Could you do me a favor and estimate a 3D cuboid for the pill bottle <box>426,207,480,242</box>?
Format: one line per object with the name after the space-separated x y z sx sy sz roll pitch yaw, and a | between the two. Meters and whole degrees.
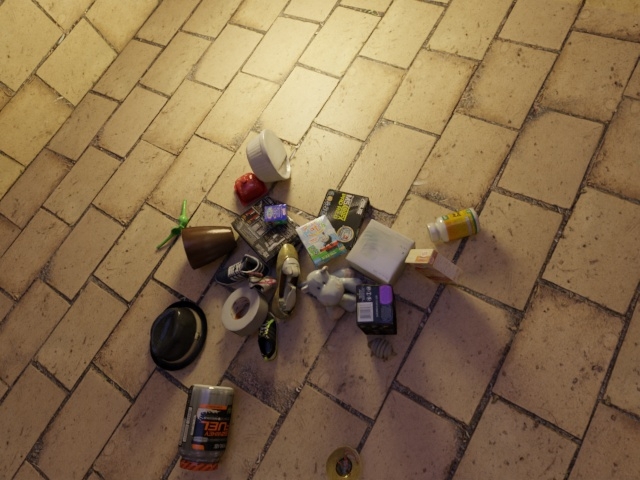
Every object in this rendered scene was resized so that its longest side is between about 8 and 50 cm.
0.584 -0.061 1.799 0.208 0.117 0.117 -17 66 8 | pill bottle

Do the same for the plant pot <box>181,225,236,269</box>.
-0.545 0.013 2.030 0.230 0.215 0.215 -15 65 -8 | plant pot

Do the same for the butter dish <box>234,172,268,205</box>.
-0.384 -0.292 2.140 0.160 0.118 0.160 -31 64 1 | butter dish

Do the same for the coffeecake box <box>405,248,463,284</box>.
0.473 0.109 1.697 0.185 0.142 0.068 33 75 -22 | coffeecake box

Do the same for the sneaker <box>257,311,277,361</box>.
-0.239 0.424 1.828 0.084 0.097 0.234 -15 66 8 | sneaker

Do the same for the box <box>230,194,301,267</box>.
-0.257 -0.051 2.014 0.242 0.076 0.307 -41 64 -14 | box

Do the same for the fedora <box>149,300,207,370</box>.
-0.700 0.436 1.912 0.334 0.152 0.334 -5 67 13 | fedora

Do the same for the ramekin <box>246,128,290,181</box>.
-0.271 -0.421 2.092 0.127 0.273 0.273 -20 65 19 | ramekin

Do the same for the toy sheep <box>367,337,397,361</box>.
0.257 0.453 1.697 0.132 0.091 0.091 16 73 25 | toy sheep

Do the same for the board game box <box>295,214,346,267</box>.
0.000 0.000 1.887 0.160 0.039 0.211 -27 62 -8 | board game box

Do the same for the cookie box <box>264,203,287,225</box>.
-0.216 -0.124 1.980 0.107 0.040 0.092 -5 60 4 | cookie box

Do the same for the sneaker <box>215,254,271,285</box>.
-0.394 0.141 1.949 0.282 0.153 0.099 -8 67 11 | sneaker

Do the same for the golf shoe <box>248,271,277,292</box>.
-0.261 0.205 1.884 0.067 0.186 0.086 -15 64 40 | golf shoe

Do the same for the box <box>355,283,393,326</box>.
0.233 0.287 1.665 0.143 0.270 0.165 -3 68 13 | box

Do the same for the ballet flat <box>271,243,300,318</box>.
-0.144 0.187 1.860 0.123 0.123 0.348 6 82 17 | ballet flat

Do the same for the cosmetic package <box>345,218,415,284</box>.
0.272 0.065 1.819 0.224 0.138 0.224 30 80 23 | cosmetic package

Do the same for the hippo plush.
0.046 0.184 1.773 0.234 0.236 0.294 -44 65 -5 | hippo plush

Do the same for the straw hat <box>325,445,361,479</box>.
0.091 0.881 1.580 0.144 0.061 0.144 -1 56 1 | straw hat

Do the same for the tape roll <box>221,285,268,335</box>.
-0.349 0.324 1.873 0.219 0.072 0.219 -19 50 24 | tape roll

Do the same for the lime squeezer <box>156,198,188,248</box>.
-0.780 -0.083 2.193 0.110 0.059 0.310 20 76 20 | lime squeezer

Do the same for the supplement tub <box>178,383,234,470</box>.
-0.478 0.772 1.698 0.193 0.193 0.316 0 70 14 | supplement tub

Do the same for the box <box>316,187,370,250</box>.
0.096 -0.105 1.974 0.216 0.060 0.270 16 74 20 | box
